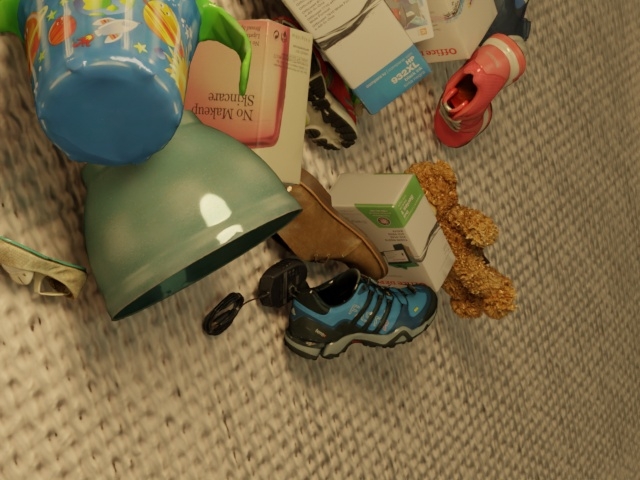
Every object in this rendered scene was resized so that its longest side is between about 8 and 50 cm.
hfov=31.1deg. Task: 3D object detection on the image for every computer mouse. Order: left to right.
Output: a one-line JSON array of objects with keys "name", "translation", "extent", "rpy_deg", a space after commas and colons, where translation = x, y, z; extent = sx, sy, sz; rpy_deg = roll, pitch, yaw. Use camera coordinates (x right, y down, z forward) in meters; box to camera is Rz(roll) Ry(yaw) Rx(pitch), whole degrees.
[{"name": "computer mouse", "translation": [-0.107, 0.087, 1.842], "extent": [0.242, 0.041, 0.071], "rpy_deg": [-27, 130, -46]}]

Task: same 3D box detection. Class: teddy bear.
[{"name": "teddy bear", "translation": [0.240, 0.017, 2.159], "extent": [0.113, 0.245, 0.338], "rpy_deg": [-37, 123, -25]}]

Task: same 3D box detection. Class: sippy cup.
[{"name": "sippy cup", "translation": [-0.254, -0.217, 1.391], "extent": [0.240, 0.305, 0.224], "rpy_deg": [52, 20, -44]}]

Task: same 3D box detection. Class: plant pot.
[{"name": "plant pot", "translation": [-0.197, -0.050, 1.534], "extent": [0.293, 0.293, 0.196], "rpy_deg": [-27, 86, -51]}]

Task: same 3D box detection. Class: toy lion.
[{"name": "toy lion", "translation": [0.066, -0.279, 2.084], "extent": [0.100, 0.034, 0.096], "rpy_deg": [-37, 112, -48]}]

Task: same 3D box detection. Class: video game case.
[{"name": "video game case", "translation": [0.089, -0.427, 2.005], "extent": [0.023, 0.183, 0.201], "rpy_deg": [-106, -179, -70]}]

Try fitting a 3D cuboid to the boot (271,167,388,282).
[{"name": "boot", "translation": [0.000, 0.000, 1.947], "extent": [0.305, 0.112, 0.115], "rpy_deg": [43, 71, -37]}]

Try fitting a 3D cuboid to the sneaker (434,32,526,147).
[{"name": "sneaker", "translation": [0.268, -0.272, 2.208], "extent": [0.136, 0.314, 0.116], "rpy_deg": [-34, 76, -30]}]

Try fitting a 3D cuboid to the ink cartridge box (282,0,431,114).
[{"name": "ink cartridge box", "translation": [0.021, -0.384, 1.830], "extent": [0.307, 0.129, 0.223], "rpy_deg": [47, 11, -42]}]

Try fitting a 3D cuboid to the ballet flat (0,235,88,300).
[{"name": "ballet flat", "translation": [-0.361, 0.039, 1.465], "extent": [0.168, 0.057, 0.052], "rpy_deg": [27, 78, -51]}]

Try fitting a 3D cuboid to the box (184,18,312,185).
[{"name": "box", "translation": [-0.113, -0.203, 1.704], "extent": [0.127, 0.149, 0.232], "rpy_deg": [2, 94, -59]}]

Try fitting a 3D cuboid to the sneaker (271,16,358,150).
[{"name": "sneaker", "translation": [-0.022, -0.272, 1.924], "extent": [0.279, 0.107, 0.118], "rpy_deg": [57, 28, -42]}]

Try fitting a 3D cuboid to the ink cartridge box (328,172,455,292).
[{"name": "ink cartridge box", "translation": [0.124, -0.013, 2.051], "extent": [0.092, 0.160, 0.219], "rpy_deg": [-58, 134, -34]}]

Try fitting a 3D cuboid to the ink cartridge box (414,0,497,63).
[{"name": "ink cartridge box", "translation": [0.198, -0.468, 2.143], "extent": [0.168, 0.171, 0.232], "rpy_deg": [-56, 133, -38]}]

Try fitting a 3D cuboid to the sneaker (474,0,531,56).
[{"name": "sneaker", "translation": [0.402, -0.503, 2.487], "extent": [0.323, 0.130, 0.236], "rpy_deg": [-49, 138, -48]}]

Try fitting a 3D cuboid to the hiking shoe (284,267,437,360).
[{"name": "hiking shoe", "translation": [0.082, 0.109, 1.945], "extent": [0.304, 0.113, 0.132], "rpy_deg": [-14, 122, -33]}]
